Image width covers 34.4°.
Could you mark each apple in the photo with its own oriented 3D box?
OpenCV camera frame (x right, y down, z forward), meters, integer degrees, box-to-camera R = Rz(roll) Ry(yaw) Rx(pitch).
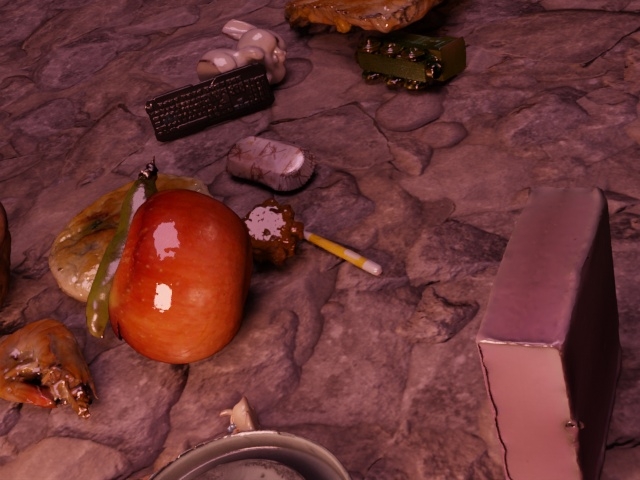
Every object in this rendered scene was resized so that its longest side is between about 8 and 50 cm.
[{"bbox_3d":[-0.207,0.050,1.576,0.206,0.251,0.272,14,27,-6],"label":"apple"}]

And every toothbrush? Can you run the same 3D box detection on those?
[{"bbox_3d":[0.000,0.000,1.741,0.021,0.024,0.288,-36,40,-27],"label":"toothbrush"}]

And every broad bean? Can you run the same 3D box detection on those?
[{"bbox_3d":[-0.315,0.007,1.722,0.077,0.061,0.339,16,59,-4],"label":"broad bean"}]

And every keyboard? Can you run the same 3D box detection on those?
[{"bbox_3d":[-0.228,-0.286,2.141,0.262,0.106,0.016,-20,26,-5],"label":"keyboard"}]

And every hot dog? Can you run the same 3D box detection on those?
[{"bbox_3d":[-0.094,-0.147,1.946,0.191,0.059,0.108,20,62,34],"label":"hot dog"}]

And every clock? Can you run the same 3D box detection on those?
[{"bbox_3d":[-0.099,0.367,1.262,0.313,0.061,0.312,-11,36,8],"label":"clock"}]

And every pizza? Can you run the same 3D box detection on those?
[{"bbox_3d":[0.163,-0.543,2.316,0.392,0.080,0.435,-23,26,-21],"label":"pizza"}]

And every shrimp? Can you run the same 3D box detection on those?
[{"bbox_3d":[-0.434,0.212,1.600,0.152,0.063,0.287,-30,35,-15],"label":"shrimp"}]

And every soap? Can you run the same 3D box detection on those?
[{"bbox_3d":[0.287,0.129,1.232,0.107,0.296,0.285,3,39,25],"label":"soap"}]

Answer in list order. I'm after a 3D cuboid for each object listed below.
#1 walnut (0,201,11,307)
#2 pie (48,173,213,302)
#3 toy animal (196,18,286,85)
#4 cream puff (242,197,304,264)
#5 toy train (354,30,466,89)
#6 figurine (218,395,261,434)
[{"bbox_3d":[-0.668,0.037,1.720,0.306,0.306,0.344,-14,36,3],"label":"walnut"},{"bbox_3d":[-0.342,-0.012,1.849,0.338,0.075,0.337,-11,38,9],"label":"pie"},{"bbox_3d":[-0.175,-0.386,2.238,0.179,0.127,0.193,14,48,37],"label":"toy animal"},{"bbox_3d":[-0.084,-0.012,1.738,0.116,0.094,0.122,-21,71,-1],"label":"cream puff"},{"bbox_3d":[0.179,-0.378,2.124,0.137,0.090,0.225,-32,37,-33],"label":"toy train"},{"bbox_3d":[-0.110,0.262,1.429,0.051,0.047,0.083,-29,42,9],"label":"figurine"}]
